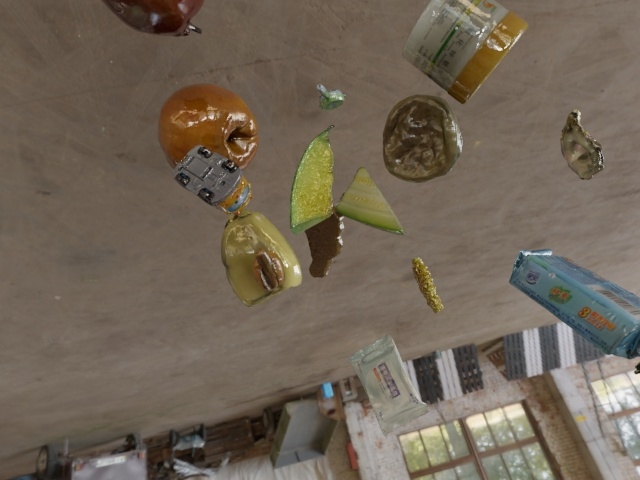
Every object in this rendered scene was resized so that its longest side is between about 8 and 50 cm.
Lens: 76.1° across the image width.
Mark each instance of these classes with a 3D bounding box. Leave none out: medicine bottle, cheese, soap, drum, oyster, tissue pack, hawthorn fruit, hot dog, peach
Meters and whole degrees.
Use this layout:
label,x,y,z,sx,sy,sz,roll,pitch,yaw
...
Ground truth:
label,x,y,z,sx,sy,sz,roll,pitch,yaw
medicine bottle,0.376,-0.528,1.091,0.238,0.232,0.238,-51,176,-5
cheese,-0.214,0.047,1.328,0.259,0.316,0.128,-32,175,20
soap,0.495,0.112,0.754,0.156,0.293,0.077,3,117,-30
drum,0.016,-0.636,1.823,0.130,0.049,0.253,-19,176,32
oyster,0.747,-0.277,1.156,0.081,0.163,0.191,-24,111,4
tissue pack,0.154,0.330,0.949,0.122,0.193,0.026,-36,148,15
hawthorn fruit,-0.451,-0.703,1.059,0.308,0.308,0.325,-5,159,-19
hot dog,-0.148,0.080,1.165,0.089,0.060,0.140,-17,110,-21
peach,-0.397,-0.369,1.416,0.301,0.343,0.343,18,165,27

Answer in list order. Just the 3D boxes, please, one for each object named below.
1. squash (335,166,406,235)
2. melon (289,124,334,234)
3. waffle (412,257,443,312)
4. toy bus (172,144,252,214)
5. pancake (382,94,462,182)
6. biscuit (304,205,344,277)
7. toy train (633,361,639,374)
label,x,y,z,sx,sy,sz,roll,pitch,yaw
squash,0.207,-0.115,1.336,0.111,0.288,0.203,44,72,-43
melon,-0.010,-0.141,0.912,0.114,0.262,0.053,6,170,29
waffle,0.356,0.149,1.392,0.051,0.194,0.149,-21,127,3
toy bus,-0.285,-0.156,1.118,0.126,0.209,0.136,-53,150,-11
pancake,0.329,-0.334,1.353,0.294,0.294,0.049,-37,171,34
biscuit,0.007,0.006,1.529,0.047,0.183,0.320,-21,125,-41
toy train,1.006,0.420,1.197,0.118,0.176,0.074,-22,122,15
